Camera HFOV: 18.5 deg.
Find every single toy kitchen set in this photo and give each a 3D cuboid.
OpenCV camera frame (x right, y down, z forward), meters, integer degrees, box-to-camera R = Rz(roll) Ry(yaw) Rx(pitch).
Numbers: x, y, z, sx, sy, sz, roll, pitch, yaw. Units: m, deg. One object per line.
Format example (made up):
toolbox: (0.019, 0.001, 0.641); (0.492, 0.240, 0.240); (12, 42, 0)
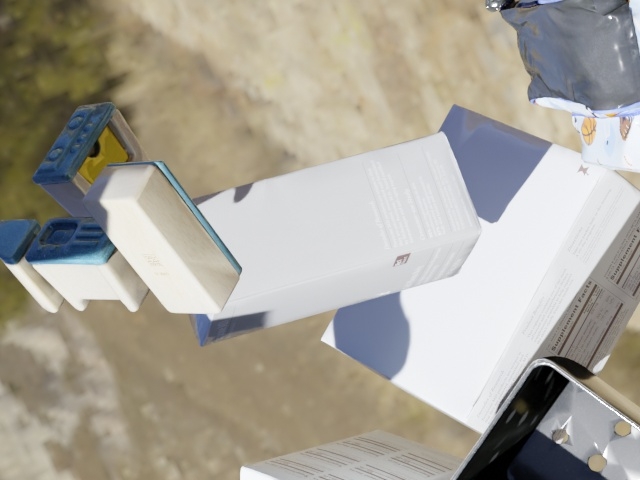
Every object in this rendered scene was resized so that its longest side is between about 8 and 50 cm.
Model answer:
toy kitchen set: (-0.146, -0.046, 1.472); (0.207, 0.166, 0.122); (-1, 138, 38)

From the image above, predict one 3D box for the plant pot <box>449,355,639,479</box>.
plant pot: (0.220, 0.207, 1.640); (0.187, 0.188, 0.167); (36, -165, 8)

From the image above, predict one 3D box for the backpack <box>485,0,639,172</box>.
backpack: (0.304, -0.170, 1.571); (0.276, 0.263, 0.213); (-142, 30, -74)

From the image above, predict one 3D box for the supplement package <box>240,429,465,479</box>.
supplement package: (0.037, 0.317, 1.987); (0.149, 0.203, 0.194); (14, 106, 42)

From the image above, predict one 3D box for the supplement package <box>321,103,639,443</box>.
supplement package: (0.166, 0.039, 1.827); (0.204, 0.262, 0.145); (27, 176, 44)

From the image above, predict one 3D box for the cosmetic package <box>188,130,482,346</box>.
cosmetic package: (0.000, 0.000, 1.633); (0.127, 0.238, 0.107); (109, 141, -71)
